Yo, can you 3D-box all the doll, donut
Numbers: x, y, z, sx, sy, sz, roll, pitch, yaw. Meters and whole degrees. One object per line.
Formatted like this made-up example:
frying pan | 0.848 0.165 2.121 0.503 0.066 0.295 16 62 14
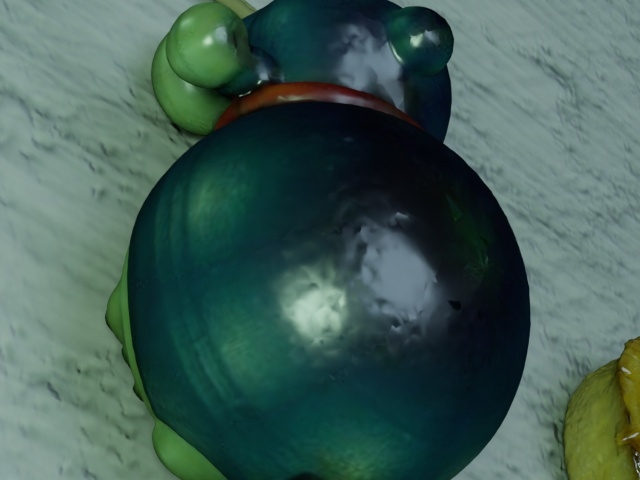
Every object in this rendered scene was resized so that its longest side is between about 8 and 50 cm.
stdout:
doll | 0.001 0.000 0.892 0.198 0.186 0.322 27 46 -37
donut | 0.212 0.151 1.145 0.162 0.065 0.178 2 65 -54

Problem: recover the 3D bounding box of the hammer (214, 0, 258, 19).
hammer | -0.042 -0.139 1.058 0.195 0.028 0.060 36 39 -29
